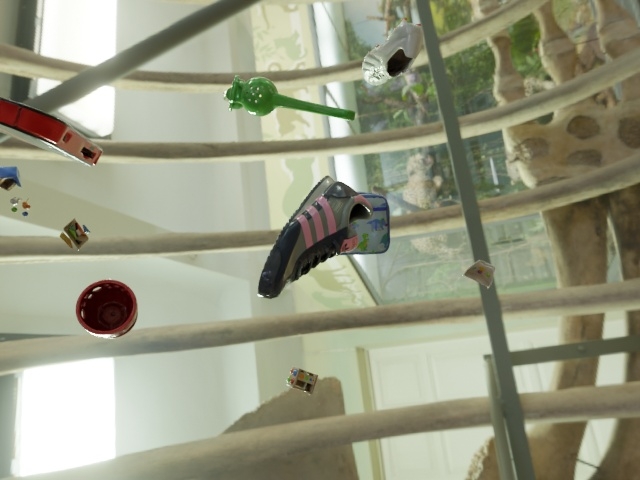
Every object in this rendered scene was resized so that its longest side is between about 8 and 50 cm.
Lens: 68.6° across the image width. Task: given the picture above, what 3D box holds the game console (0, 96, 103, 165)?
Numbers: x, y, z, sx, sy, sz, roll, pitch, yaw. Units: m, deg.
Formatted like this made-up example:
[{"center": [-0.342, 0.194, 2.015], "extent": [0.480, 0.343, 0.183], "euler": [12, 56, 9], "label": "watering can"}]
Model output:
[{"center": [-0.695, -0.271, 1.038], "extent": [0.386, 0.342, 0.060], "euler": [177, 114, -79], "label": "game console"}]

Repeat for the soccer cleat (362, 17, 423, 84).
[{"center": [0.124, -0.326, 0.864], "extent": [0.196, 0.068, 0.076], "euler": [156, 123, -72], "label": "soccer cleat"}]

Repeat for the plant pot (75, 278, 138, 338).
[{"center": [-0.737, 0.247, 1.637], "extent": [0.174, 0.191, 0.191], "euler": [133, 135, -64], "label": "plant pot"}]

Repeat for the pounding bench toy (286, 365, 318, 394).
[{"center": [-0.057, 0.368, 1.247], "extent": [0.083, 0.065, 0.052], "euler": [-20, 48, 66], "label": "pounding bench toy"}]

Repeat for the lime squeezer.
[{"center": [-0.098, -0.229, 0.735], "extent": [0.110, 0.310, 0.058], "euler": [-22, -59, -42], "label": "lime squeezer"}]

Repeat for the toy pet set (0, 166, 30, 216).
[{"center": [-0.867, -0.148, 1.323], "extent": [0.122, 0.065, 0.114], "euler": [36, -157, -54], "label": "toy pet set"}]

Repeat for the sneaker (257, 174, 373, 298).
[{"center": [0.000, 0.000, 0.898], "extent": [0.319, 0.131, 0.112], "euler": [-57, -10, -35], "label": "sneaker"}]

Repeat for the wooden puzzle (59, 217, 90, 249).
[{"center": [-0.658, -0.018, 1.267], "extent": [0.116, 0.014, 0.078], "euler": [-99, -12, -58], "label": "wooden puzzle"}]

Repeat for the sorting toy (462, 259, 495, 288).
[{"center": [0.470, 0.088, 1.365], "extent": [0.045, 0.083, 0.075], "euler": [-55, -13, -36], "label": "sorting toy"}]

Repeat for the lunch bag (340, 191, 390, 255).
[{"center": [0.081, -0.049, 1.292], "extent": [0.090, 0.219, 0.175], "euler": [-74, -16, -77], "label": "lunch bag"}]
